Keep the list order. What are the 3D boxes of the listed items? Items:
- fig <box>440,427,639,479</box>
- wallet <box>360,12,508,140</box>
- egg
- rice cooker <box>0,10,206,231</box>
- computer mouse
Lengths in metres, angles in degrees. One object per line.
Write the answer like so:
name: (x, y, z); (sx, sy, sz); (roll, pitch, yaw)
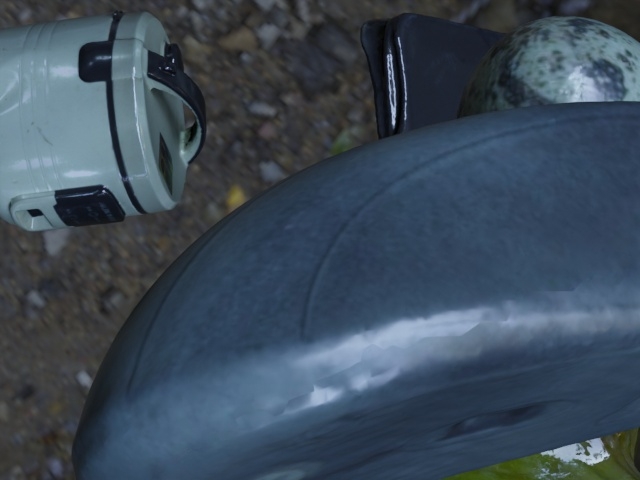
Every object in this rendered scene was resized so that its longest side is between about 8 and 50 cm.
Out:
fig: (0.130, 0.100, 0.883); (0.149, 0.245, 0.149); (-20, 126, -30)
wallet: (0.121, 0.000, 1.457); (0.197, 0.051, 0.378); (3, 78, -47)
egg: (0.136, -0.052, 0.967); (0.132, 0.132, 0.172); (-41, 146, -6)
rice cooker: (-0.240, -0.122, 1.854); (0.244, 0.226, 0.226); (-9, 123, 5)
computer mouse: (0.078, 0.019, 0.698); (0.370, 0.122, 0.188); (-8, 161, -20)
